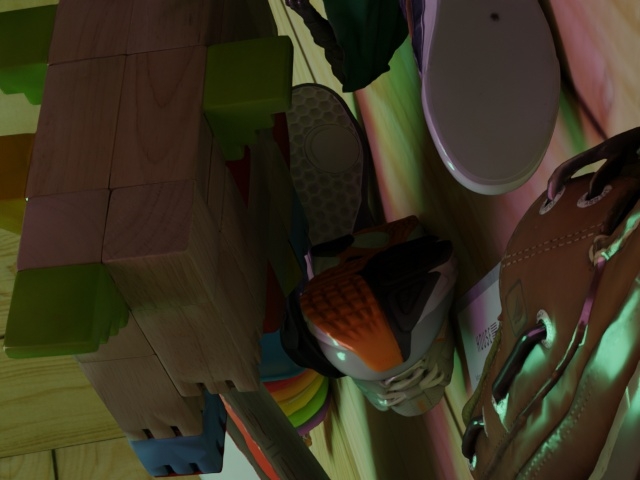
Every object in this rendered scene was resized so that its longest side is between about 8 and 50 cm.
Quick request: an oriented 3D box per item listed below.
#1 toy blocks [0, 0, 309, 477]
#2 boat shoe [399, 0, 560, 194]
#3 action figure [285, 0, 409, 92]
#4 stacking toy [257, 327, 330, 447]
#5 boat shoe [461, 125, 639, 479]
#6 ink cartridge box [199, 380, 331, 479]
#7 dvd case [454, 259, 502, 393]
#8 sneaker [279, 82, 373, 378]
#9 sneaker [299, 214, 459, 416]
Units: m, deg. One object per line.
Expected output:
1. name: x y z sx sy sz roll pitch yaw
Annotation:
1. toy blocks: -0.082 -0.032 0.976 0.261 0.190 0.381 69 -162 -53
2. boat shoe: 0.076 -0.097 0.763 0.083 0.065 0.183 91 174 -68
3. action figure: 0.027 -0.151 0.902 0.137 0.063 0.232 -55 -13 -18
4. stacking toy: -0.050 0.146 1.585 0.302 0.165 0.175 75 -165 -48
5. boat shoe: 0.097 0.017 0.436 0.104 0.110 0.307 61 151 30
6. ink cartridge box: -0.064 0.187 1.234 0.308 0.091 0.385 55 -179 5
7. dvd case: 0.120 0.129 0.791 0.179 0.029 0.239 120 141 -76
8. sneaker: -0.002 0.001 1.256 0.163 0.086 0.226 112 148 -68
9. sneaker: 0.052 0.062 0.977 0.262 0.099 0.121 -72 -36 -80
